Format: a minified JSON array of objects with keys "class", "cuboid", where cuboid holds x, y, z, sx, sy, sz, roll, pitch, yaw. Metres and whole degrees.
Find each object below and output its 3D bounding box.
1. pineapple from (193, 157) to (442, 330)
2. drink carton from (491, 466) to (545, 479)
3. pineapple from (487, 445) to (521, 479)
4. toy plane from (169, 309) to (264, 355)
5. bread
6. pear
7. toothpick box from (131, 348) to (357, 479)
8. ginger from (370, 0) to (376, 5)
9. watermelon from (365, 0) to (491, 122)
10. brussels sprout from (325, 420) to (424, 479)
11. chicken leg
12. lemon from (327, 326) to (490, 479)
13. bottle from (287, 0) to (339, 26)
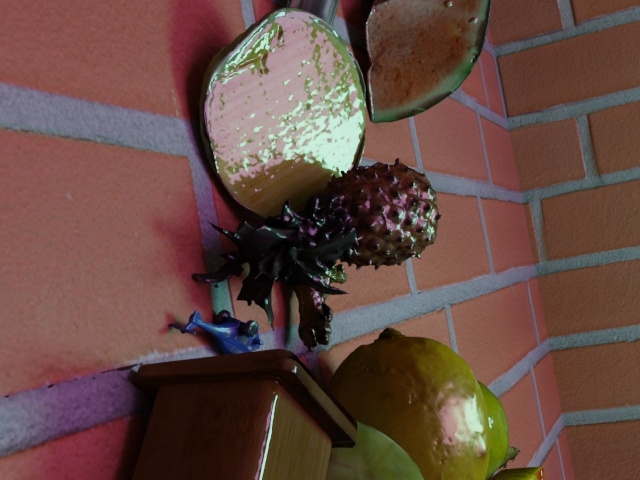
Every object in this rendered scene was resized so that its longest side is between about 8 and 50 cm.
[{"class":"pineapple","cuboid":[-0.002,0.001,1.144,0.365,0.166,0.165,-23,102,-39]},{"class":"drink carton","cuboid":[0.466,0.646,2.094,0.351,0.111,0.154,10,69,-65]},{"class":"pineapple","cuboid":[0.332,0.411,1.830,0.140,0.164,0.249,-37,111,-74]},{"class":"toy plane","cuboid":[-0.118,0.115,1.049,0.167,0.054,0.062,37,72,-59]},{"class":"bread","cuboid":[-0.044,-0.168,1.211,0.301,0.045,0.301,-7,101,-40]},{"class":"pear","cuboid":[0.237,0.345,1.569,0.269,0.212,0.212,13,68,-71]},{"class":"toothpick box","cuboid":[-0.098,0.289,0.847,0.187,0.190,0.308,57,35,-45]},{"class":"ginger","cuboid":[0.154,-0.586,1.868,0.236,0.166,0.375,-60,129,-72]},{"class":"watermelon","cuboid":[0.252,-0.419,1.806,0.319,0.222,0.292,-34,121,-47]},{"class":"brussels sprout","cuboid":[0.026,0.376,1.042,0.274,0.243,0.316,155,-71,-88]},{"class":"chicken leg","cuboid":[-0.007,0.055,1.283,0.103,0.088,0.227,51,29,-70]},{"class":"lemon","cuboid":[0.124,0.282,1.278,0.260,0.261,0.283,33,72,-60]},{"class":"bottle","cuboid":[-0.026,-0.361,1.422,0.079,0.096,0.253,125,-16,-56]}]
